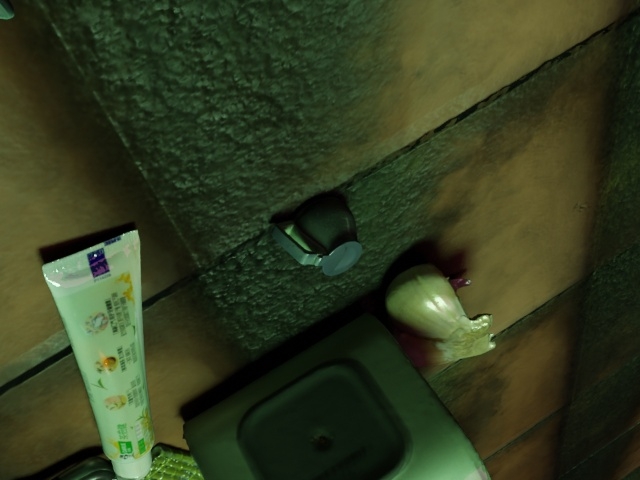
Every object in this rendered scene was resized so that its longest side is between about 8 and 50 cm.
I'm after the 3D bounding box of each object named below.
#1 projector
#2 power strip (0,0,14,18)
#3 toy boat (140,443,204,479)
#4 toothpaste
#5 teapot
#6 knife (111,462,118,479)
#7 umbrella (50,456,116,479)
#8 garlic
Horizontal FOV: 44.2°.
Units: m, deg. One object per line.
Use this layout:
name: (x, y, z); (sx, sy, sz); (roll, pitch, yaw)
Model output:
projector: (0.025, 0.268, 0.886); (0.249, 0.248, 0.248); (-31, 144, -9)
power strip: (-0.255, -0.101, 0.398); (0.216, 0.044, 0.137); (-45, 144, 13)
toy boat: (-0.175, 0.272, 0.921); (0.063, 0.016, 0.115); (-40, 146, 5)
toothpaste: (-0.185, 0.121, 0.710); (0.056, 0.058, 0.314); (10, 132, 6)
teapot: (0.000, 0.000, 0.723); (0.088, 0.057, 0.066); (-3, 132, -40)
knife: (-0.274, 0.312, 0.875); (0.045, 0.021, 0.222); (30, 107, -38)
umbrella: (-0.324, 0.281, 0.776); (0.248, 0.071, 0.071); (-33, 146, -18)
garlic: (0.128, 0.083, 0.912); (0.124, 0.099, 0.174); (-16, 140, 3)
